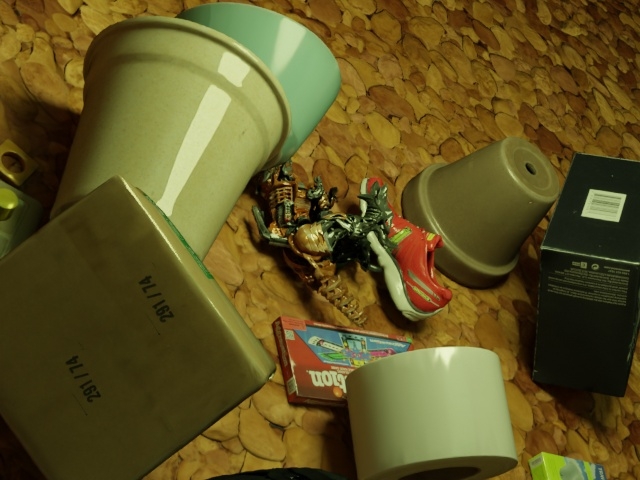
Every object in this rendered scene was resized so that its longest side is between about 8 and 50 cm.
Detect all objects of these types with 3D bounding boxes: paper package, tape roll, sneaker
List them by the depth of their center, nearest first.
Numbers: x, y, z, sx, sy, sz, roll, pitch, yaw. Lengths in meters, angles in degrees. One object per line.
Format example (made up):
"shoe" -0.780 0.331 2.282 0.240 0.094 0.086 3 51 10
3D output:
"paper package" -0.265 0.133 1.601 0.325 0.309 0.168 53 -4 2
"tape roll" 0.167 0.278 1.930 0.246 0.246 0.169 11 62 -37
"sneaker" 0.156 0.005 2.251 0.279 0.118 0.107 68 14 15

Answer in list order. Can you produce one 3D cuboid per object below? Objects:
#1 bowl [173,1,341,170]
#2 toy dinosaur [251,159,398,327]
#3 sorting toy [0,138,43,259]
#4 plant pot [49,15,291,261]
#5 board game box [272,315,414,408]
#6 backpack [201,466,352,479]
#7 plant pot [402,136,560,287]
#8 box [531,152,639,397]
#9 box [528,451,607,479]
"bowl" -0.133 -0.226 2.071 0.311 0.311 0.163 29 56 -23
"toy dinosaur" 0.000 0.000 2.143 0.218 0.164 0.322 -11 84 -31
"sorting toy" -0.488 -0.041 1.762 0.196 0.047 0.347 33 41 -18
"plant pot" -0.243 -0.105 1.863 0.334 0.334 0.305 32 52 -19
"board game box" 0.054 0.209 2.075 0.281 0.027 0.145 12 52 -37
"backpack" -0.092 0.386 1.532 0.290 0.355 0.273 6 55 -41
"plant pot" 0.324 -0.078 2.407 0.263 0.229 0.263 25 43 -26
"box" 0.525 0.059 2.386 0.179 0.312 0.343 10 38 17
"box" 0.454 0.444 2.241 0.178 0.042 0.109 16 49 -32
